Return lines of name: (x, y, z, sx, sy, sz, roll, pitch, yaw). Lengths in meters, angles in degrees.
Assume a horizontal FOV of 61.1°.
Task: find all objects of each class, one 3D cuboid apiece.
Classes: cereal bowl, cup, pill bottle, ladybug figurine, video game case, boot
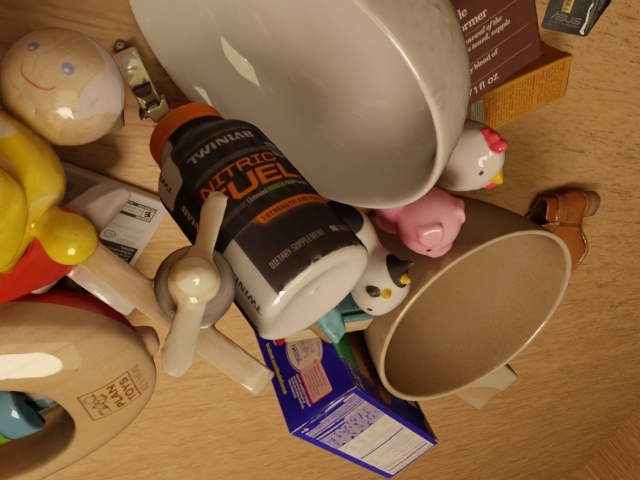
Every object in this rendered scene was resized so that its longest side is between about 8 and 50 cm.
cereal bowl: (-0.006, -0.188, 0.518, 0.141, 0.339, 0.339, -54, 139, -19)
cup: (0.183, 0.055, 0.869, 0.331, 0.237, 0.331, -16, 132, -19)
pill bottle: (-0.076, -0.032, 0.545, 0.130, 0.245, 0.130, -34, 156, -17)
ladybug figurine: (-0.415, 0.179, 0.638, 0.450, 0.162, 0.305, -17, 136, -13)
video game case: (-0.313, -0.011, 0.675, 0.190, 0.022, 0.173, 22, 112, -41)
boot: (0.476, -0.013, 1.107, 0.152, 0.073, 0.197, -8, 117, -27)

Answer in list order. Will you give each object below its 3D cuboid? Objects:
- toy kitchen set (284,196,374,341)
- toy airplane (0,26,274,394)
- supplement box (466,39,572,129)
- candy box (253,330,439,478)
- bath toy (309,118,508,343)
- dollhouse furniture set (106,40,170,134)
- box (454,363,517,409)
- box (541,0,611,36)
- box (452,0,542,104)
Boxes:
toy kitchen set: (0.000, 0.000, 0.721, 0.122, 0.207, 0.166, -7, 149, -20)
toy airplane: (-0.240, -0.038, 0.442, 0.386, 0.384, 0.272, 29, 100, -43)
supplement box: (0.249, -0.212, 0.800, 0.233, 0.078, 0.080, -27, 135, -8)
candy box: (0.037, 0.213, 0.891, 0.122, 0.268, 0.317, -36, 136, 8)
bath toy: (0.105, -0.028, 0.660, 0.348, 0.129, 0.151, -41, 106, -15)
dollhouse furniture set: (-0.229, -0.154, 0.574, 0.114, 0.091, 0.081, -26, 120, -6)
box: (0.279, 0.230, 1.139, 0.121, 0.148, 0.311, -43, 133, 9)
box: (0.348, -0.368, 0.659, 0.233, 0.059, 0.183, -44, 149, -47)
box: (0.101, -0.321, 0.581, 0.191, 0.143, 0.381, -36, 134, 0)
